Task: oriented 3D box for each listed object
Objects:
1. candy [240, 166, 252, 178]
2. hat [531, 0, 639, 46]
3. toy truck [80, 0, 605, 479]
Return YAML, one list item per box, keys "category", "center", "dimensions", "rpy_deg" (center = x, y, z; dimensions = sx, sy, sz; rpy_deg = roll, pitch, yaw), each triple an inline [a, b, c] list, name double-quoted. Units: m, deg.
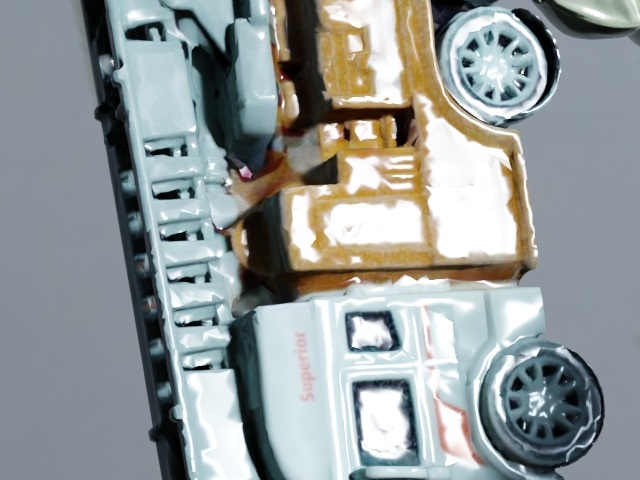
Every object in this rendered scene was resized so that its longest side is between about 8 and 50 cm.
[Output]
- category: "candy"
  center: [0.022, -0.105, 1.269]
  dimensions: [0.124, 0.365, 0.124]
  rpy_deg: [13, 64, -28]
- category: "hat"
  center: [0.171, -0.170, 1.234]
  dimensions: [0.081, 0.166, 0.122]
  rpy_deg: [-50, 55, 2]
- category: "toy truck"
  center: [0.000, 0.000, 0.812]
  dimensions: [0.184, 0.133, 0.338]
  rpy_deg: [-2, 77, -20]
